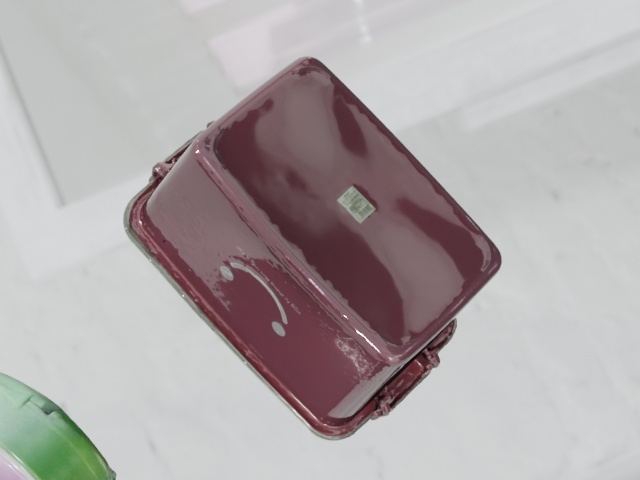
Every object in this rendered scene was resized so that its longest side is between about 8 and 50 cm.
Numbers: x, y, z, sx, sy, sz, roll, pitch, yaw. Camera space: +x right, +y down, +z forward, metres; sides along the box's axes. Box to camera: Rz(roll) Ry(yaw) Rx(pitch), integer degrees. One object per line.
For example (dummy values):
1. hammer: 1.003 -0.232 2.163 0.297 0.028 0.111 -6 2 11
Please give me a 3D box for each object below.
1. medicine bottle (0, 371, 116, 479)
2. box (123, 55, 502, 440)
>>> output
1. medicine bottle: -0.236 0.199 0.956 0.133 0.274 0.133 33 153 19
2. box: 0.000 0.000 1.477 0.294 0.193 0.167 47 148 3
